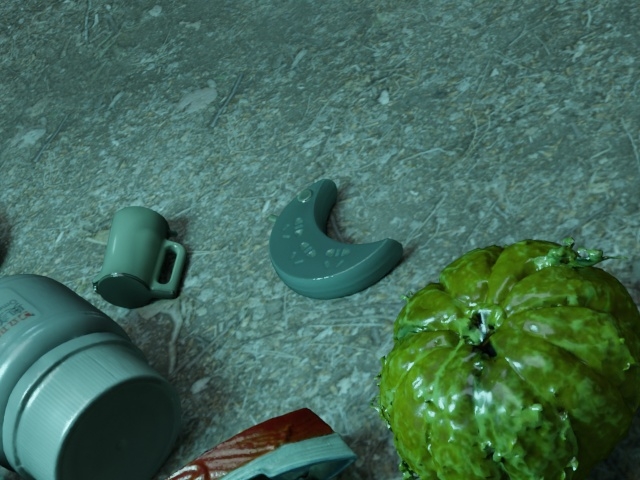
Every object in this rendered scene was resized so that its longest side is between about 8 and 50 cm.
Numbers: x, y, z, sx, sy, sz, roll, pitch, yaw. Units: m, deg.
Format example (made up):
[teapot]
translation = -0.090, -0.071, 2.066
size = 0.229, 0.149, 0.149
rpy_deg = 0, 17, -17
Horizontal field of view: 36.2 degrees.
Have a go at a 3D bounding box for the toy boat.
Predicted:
[toy boat]
translation = -0.105, 0.325, 1.146
size = 0.331, 0.145, 0.133
rpy_deg = -34, 63, 1

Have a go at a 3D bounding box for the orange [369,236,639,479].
[orange]
translation = 0.211, 0.151, 1.052
size = 0.300, 0.223, 0.301
rpy_deg = -7, 48, 43

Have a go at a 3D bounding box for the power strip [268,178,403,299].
[power strip]
translation = 0.000, 0.000, 1.472
size = 0.167, 0.054, 0.253
rpy_deg = -38, 41, -8

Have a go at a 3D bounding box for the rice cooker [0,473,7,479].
[rice cooker]
translation = -0.535, 0.394, 1.249
size = 0.316, 0.264, 0.317
rpy_deg = -9, 49, 10

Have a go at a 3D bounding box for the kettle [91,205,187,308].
[kettle]
translation = -0.297, 0.034, 1.613
size = 0.098, 0.126, 0.148
rpy_deg = -44, 30, 40

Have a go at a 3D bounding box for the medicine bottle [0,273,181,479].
[medicine bottle]
translation = -0.362, 0.205, 1.345
size = 0.306, 0.245, 0.245
rpy_deg = 27, 66, 36
